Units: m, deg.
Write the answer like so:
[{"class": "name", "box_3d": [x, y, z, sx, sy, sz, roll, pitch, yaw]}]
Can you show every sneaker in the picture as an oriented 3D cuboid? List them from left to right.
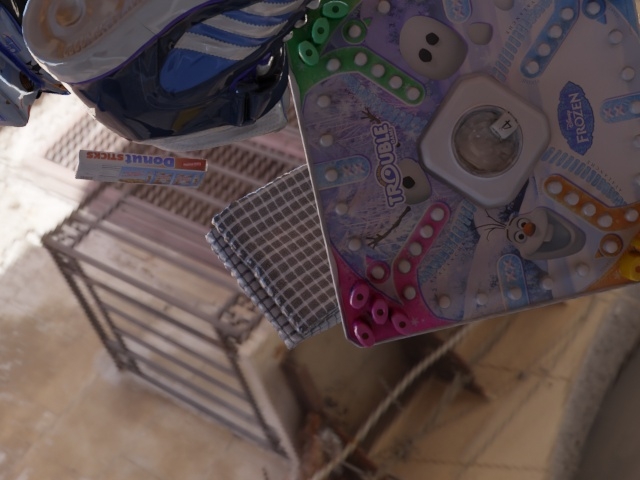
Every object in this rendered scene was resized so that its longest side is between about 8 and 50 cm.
[{"class": "sneaker", "box_3d": [-0.049, -0.188, 0.955, 0.322, 0.130, 0.236, -31, -26, 12]}]

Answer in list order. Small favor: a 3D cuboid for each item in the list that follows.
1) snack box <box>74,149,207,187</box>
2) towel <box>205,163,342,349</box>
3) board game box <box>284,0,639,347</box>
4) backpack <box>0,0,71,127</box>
[{"class": "snack box", "box_3d": [-0.252, -0.100, 1.709, 0.178, 0.064, 0.022, 4, -111, -16]}, {"class": "towel", "box_3d": [0.000, 0.000, 1.876, 0.283, 0.235, 0.121, -32, -15, -31]}, {"class": "board game box", "box_3d": [0.181, -0.108, 1.320, 0.390, 0.050, 0.390, -13, -83, -3]}, {"class": "backpack", "box_3d": [-0.419, -0.254, 1.372, 0.213, 0.263, 0.276, -66, -29, -22]}]
